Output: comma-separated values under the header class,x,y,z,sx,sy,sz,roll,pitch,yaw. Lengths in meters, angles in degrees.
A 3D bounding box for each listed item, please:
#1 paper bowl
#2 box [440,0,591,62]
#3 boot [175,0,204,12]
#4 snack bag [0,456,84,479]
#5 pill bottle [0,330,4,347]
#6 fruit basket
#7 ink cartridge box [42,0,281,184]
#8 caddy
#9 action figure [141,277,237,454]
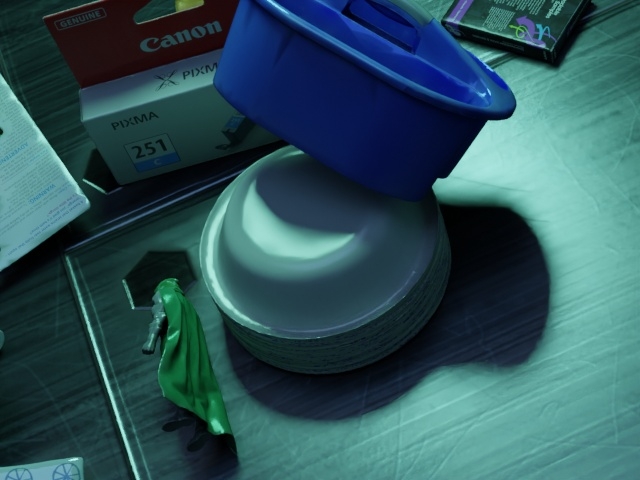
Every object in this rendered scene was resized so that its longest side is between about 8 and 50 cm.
class,x,y,z,sx,sy,sz,roll,pitch,yaw
paper bowl,0.000,0.000,1.673,0.284,0.148,0.284,-7,55,11
box,0.253,-0.298,1.882,0.162,0.029,0.116,21,65,29
boot,-0.104,-0.389,2.004,0.211,0.104,0.295,-7,58,11
snack bag,-0.410,0.396,1.522,0.343,0.037,0.323,-5,64,1
pill bottle,-0.429,0.112,1.782,0.083,0.043,0.043,18,63,27
fruit basket,-0.513,-0.075,1.896,0.327,0.165,0.353,-36,72,-5
ink cartridge box,-0.156,-0.205,1.790,0.296,0.261,0.066,-16,52,5
caddy,0.050,-0.197,1.617,0.341,0.179,0.241,31,23,9
action figure,-0.160,0.129,1.661,0.063,0.137,0.232,-27,43,12
